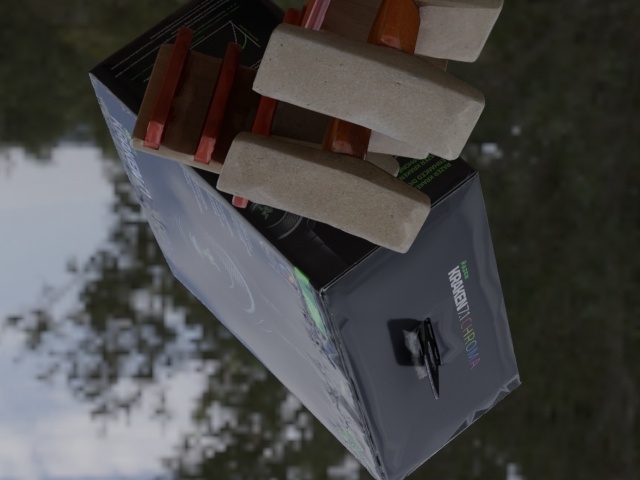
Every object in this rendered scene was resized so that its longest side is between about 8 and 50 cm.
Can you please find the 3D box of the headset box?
[{"bbox_3d":[0.000,0.000,1.299,0.131,0.246,0.283,-37,-125,-15],"label":"headset box"}]

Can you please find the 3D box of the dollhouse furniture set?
[{"bbox_3d":[0.001,-0.120,0.917,0.135,0.262,0.259,17,145,-5],"label":"dollhouse furniture set"}]
